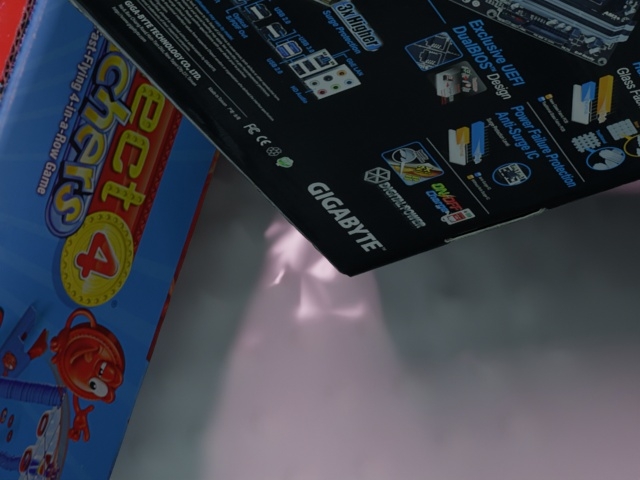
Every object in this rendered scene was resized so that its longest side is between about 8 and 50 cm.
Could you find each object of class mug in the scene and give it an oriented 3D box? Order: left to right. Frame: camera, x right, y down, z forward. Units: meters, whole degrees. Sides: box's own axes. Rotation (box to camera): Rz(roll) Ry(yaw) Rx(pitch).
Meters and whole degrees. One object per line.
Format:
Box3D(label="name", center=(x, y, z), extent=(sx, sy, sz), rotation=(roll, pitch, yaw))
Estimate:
Box3D(label="mug", center=(0.000, 0.000, 0.662), extent=(0.328, 0.276, 0.374), rotation=(23, 117, 14))

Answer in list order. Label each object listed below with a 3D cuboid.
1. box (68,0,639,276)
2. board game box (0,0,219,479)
Box3D(label="box", center=(0.032, -0.085, 0.424), extent=(0.175, 0.051, 0.220), rotation=(-20, 143, 21))
Box3D(label="board game box", center=(-0.178, -0.022, 0.580), extent=(0.308, 0.302, 0.086), rotation=(16, 175, 39))
